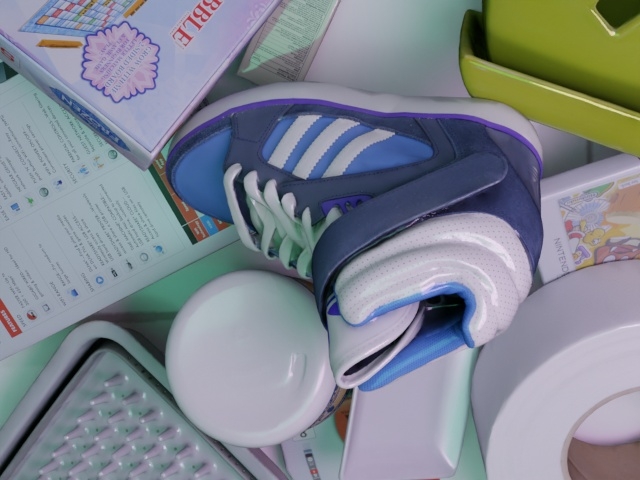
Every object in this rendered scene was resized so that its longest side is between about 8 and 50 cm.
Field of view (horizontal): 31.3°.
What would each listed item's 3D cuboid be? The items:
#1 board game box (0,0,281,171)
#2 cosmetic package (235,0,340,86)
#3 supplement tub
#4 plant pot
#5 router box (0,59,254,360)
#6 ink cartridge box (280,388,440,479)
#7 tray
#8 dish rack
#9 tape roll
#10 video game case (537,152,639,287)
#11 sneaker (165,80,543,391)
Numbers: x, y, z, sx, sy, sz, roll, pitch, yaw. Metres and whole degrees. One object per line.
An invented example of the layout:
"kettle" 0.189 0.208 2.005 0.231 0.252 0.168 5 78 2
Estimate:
"board game box" -0.165 -0.276 0.907 0.318 0.066 0.319 39 75 -7
"cosmetic package" -0.025 -0.188 1.011 0.060 0.041 0.115 27 106 -4
"supplement tub" -0.043 0.101 1.000 0.144 0.199 0.144 -1 86 9
"plant pot" 0.228 -0.198 0.903 0.228 0.227 0.207 18 113 0
"router box" -0.260 -0.096 1.032 0.301 0.082 0.335 -26 103 11
"ink cartridge box" 0.042 0.227 1.128 0.145 0.045 0.179 -12 103 8
"tray" 0.087 0.086 1.042 0.145 0.030 0.270 5 96 -38
"dish rack" -0.189 0.263 1.096 0.285 0.072 0.333 43 112 12
"tape roll" 0.282 0.160 1.028 0.286 0.100 0.286 -1 120 -1
"video game case" 0.301 -0.007 1.000 0.227 0.026 0.206 -19 136 9
"sneaker" 0.000 0.000 0.843 0.322 0.236 0.130 1 134 19
